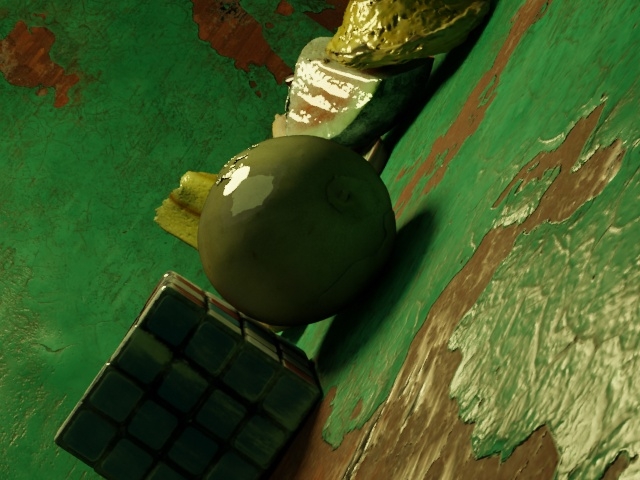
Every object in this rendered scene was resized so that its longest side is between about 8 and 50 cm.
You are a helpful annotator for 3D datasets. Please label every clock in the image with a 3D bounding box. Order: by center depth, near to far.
[{"bbox_3d":[0.058,-0.110,2.098,0.244,0.056,0.244,-56,8,11],"label":"clock"}]

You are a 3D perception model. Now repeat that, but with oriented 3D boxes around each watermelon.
[{"bbox_3d":[0.044,-0.323,2.145,0.228,0.258,0.387,-14,-13,-45],"label":"watermelon"}]

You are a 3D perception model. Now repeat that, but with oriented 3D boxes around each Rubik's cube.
[{"bbox_3d":[-0.178,0.216,1.398,0.256,0.259,0.253,-56,5,0],"label":"Rubik's cube"}]

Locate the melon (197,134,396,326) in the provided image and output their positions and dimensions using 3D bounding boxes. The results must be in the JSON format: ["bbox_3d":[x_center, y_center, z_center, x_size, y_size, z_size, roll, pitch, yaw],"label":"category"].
[{"bbox_3d":[-0.035,-0.016,1.432,0.268,0.268,0.330,-60,16,-23],"label":"melon"}]

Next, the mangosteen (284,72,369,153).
[{"bbox_3d":[0.028,-0.326,2.434,0.235,0.261,0.235,-57,8,13],"label":"mangosteen"}]

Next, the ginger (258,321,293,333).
[{"bbox_3d":[-0.067,0.117,1.817,0.148,0.081,0.333,-56,6,-32],"label":"ginger"}]

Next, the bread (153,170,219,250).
[{"bbox_3d":[-0.221,-0.071,2.622,0.233,0.361,0.245,-54,10,28],"label":"bread"}]

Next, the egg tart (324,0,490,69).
[{"bbox_3d":[0.163,-0.447,1.997,0.341,0.132,0.341,-16,24,7],"label":"egg tart"}]

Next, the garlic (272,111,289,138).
[{"bbox_3d":[-0.015,-0.249,2.572,0.110,0.228,0.217,-39,22,49],"label":"garlic"}]
